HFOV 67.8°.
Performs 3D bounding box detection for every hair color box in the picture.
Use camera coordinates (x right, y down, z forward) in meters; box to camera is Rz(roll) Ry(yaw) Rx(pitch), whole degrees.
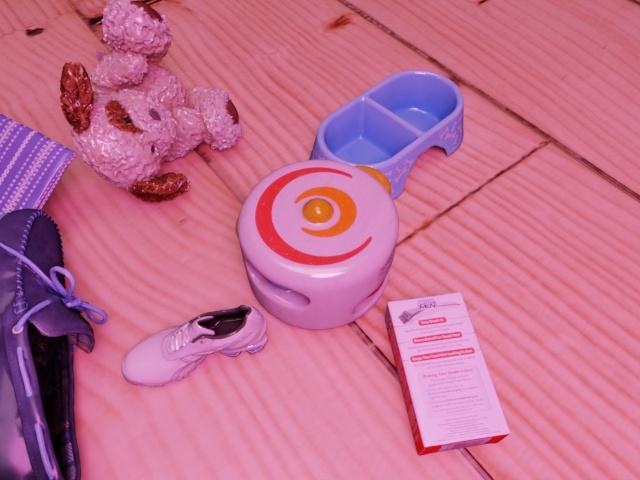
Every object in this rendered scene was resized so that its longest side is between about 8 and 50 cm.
[{"bbox_3d":[0.138,0.148,0.547,0.093,0.053,0.167,-7,57,-3],"label":"hair color box"}]

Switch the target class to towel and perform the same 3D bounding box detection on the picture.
[{"bbox_3d":[-0.527,-0.082,0.672,0.336,0.040,0.243,25,83,15],"label":"towel"}]

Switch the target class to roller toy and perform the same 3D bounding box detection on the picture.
[{"bbox_3d":[0.000,0.000,0.594,0.210,0.146,0.191,-9,56,-7],"label":"roller toy"}]

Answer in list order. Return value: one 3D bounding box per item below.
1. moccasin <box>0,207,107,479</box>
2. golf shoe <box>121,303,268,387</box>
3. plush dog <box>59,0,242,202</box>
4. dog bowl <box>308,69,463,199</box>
[{"bbox_3d":[-0.306,0.118,0.537,0.117,0.137,0.341,-14,69,3],"label":"moccasin"},{"bbox_3d":[-0.151,0.112,0.556,0.176,0.086,0.069,-19,59,-11],"label":"golf shoe"},{"bbox_3d":[-0.276,-0.178,0.702,0.211,0.262,0.225,-19,39,28],"label":"plush dog"},{"bbox_3d":[0.111,-0.174,0.759,0.297,0.074,0.166,-38,63,-22],"label":"dog bowl"}]
